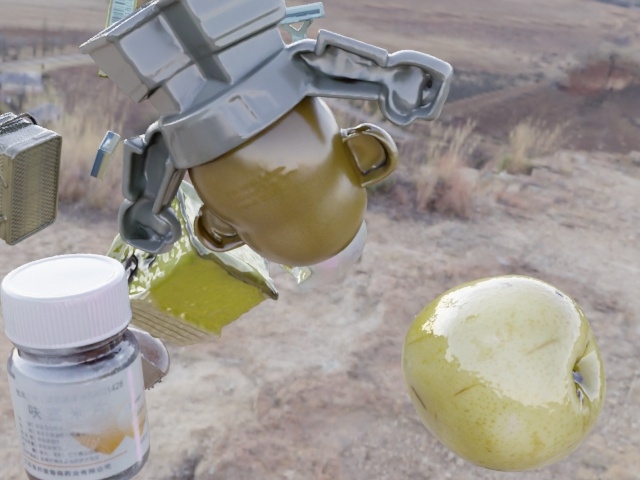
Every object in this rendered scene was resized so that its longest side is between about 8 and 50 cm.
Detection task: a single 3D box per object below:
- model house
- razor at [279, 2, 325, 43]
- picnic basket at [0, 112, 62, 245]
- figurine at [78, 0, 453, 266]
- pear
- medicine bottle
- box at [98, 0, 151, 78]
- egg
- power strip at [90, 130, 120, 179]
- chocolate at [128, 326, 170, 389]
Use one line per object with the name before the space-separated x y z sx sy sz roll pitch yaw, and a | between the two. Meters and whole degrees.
model house | -0.212 0.064 1.363 0.193 0.234 0.174 32 22 -45
razor | -0.031 -0.335 1.813 0.111 0.277 0.056 -9 33 1
picnic basket | -0.686 -0.140 2.007 0.139 0.266 0.165 24 32 16
figurine | -0.062 -0.101 0.816 0.343 0.284 0.167 -18 24 42
pear | 0.276 0.201 1.385 0.309 0.309 0.309 8 23 -4
medicine bottle | -0.307 0.168 1.136 0.165 0.273 0.165 -2 22 1
box | -0.199 -0.229 0.960 0.030 0.121 0.193 10 7 -7
egg | 0.008 -0.017 1.756 0.162 0.271 0.206 25 70 9
power strip | -0.468 -0.185 1.963 0.032 0.123 0.056 24 57 -11
chocolate | -0.416 0.256 2.052 0.161 0.261 0.083 39 62 -10
